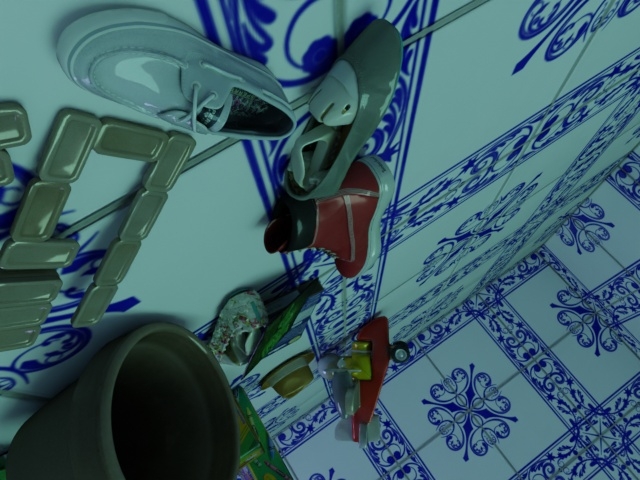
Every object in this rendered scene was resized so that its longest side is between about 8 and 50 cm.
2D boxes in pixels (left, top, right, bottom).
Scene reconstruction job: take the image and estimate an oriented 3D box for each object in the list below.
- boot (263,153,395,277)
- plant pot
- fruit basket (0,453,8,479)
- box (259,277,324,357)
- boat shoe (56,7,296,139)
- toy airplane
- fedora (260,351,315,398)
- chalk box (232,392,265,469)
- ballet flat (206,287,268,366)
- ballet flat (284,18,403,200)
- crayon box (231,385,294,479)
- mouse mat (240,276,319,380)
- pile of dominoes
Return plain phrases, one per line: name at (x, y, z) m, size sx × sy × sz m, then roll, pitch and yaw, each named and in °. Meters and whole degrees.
boot at (0.000, 0.000, 0.669) m, size 0.176 × 0.088 × 0.244 m, roll -27°, pitch 150°, yaw -20°
plant pot at (-0.270, 0.270, 0.624) m, size 0.229 × 0.263 × 0.263 m, roll -24°, pitch 162°, yaw 15°
fruit basket at (-0.550, 0.451, 0.714) m, size 0.353 × 0.165 × 0.327 m, roll -21°, pitch 158°, yaw 3°
box at (-0.080, 0.169, 0.948) m, size 0.136 × 0.036 × 0.225 m, roll -23°, pitch 153°, yaw -30°
boat shoe at (-0.087, -0.105, 0.341) m, size 0.066 × 0.063 × 0.184 m, roll -46°, pitch 157°, yaw 23°
toy airplane at (0.112, 0.474, 1.552) m, size 0.384 × 0.273 × 0.386 m, roll -60°, pitch 165°, yaw -46°
fedora at (-0.081, 0.407, 1.375) m, size 0.194 × 0.079 × 0.194 m, roll -30°, pitch 157°, yaw -14°
chalk box at (-0.296, 0.475, 1.051) m, size 0.289 × 0.179 × 0.180 m, roll -30°, pitch 157°, yaw -17°
ballet flat at (-0.143, 0.170, 0.802) m, size 0.091 × 0.077 × 0.241 m, roll -24°, pitch 156°, yaw -31°
ballet flat at (0.013, -0.114, 0.468) m, size 0.068 × 0.072 × 0.213 m, roll -17°, pitch 152°, yaw -31°
crayon box at (-0.183, 0.542, 1.223) m, size 0.081 × 0.278 × 0.165 m, roll -23°, pitch 155°, yaw -30°
mouse mat at (-0.071, 0.155, 0.817) m, size 0.152 × 0.007 × 0.189 m, roll -41°, pitch 166°, yaw -45°
pile of dominoes at (-0.240, -0.006, 0.382) m, size 0.196 × 0.040 × 0.251 m, roll 2°, pitch 129°, yaw -57°
